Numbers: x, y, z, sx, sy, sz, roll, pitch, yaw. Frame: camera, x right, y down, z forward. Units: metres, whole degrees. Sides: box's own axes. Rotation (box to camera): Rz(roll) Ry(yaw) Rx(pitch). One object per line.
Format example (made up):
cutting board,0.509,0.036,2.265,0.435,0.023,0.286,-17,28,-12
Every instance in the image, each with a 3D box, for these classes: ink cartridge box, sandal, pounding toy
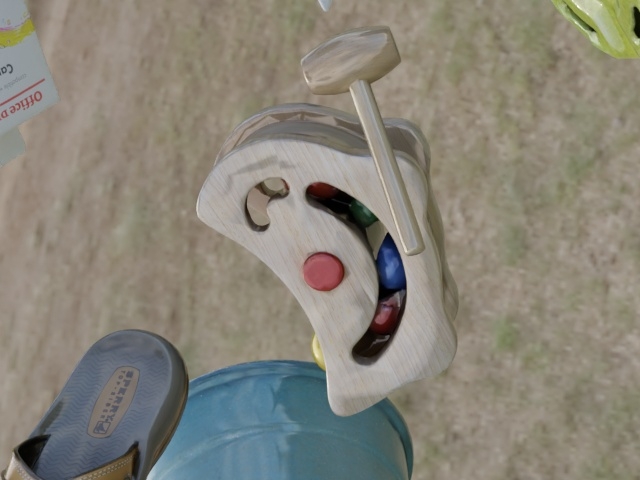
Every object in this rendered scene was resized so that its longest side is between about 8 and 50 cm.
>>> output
ink cartridge box,-0.272,-0.136,1.048,0.067,0.115,0.198,1,119,36
sandal,-0.121,0.122,0.701,0.060,0.090,0.219,85,-161,-47
pounding toy,0.000,0.000,0.921,0.155,0.154,0.269,-75,-26,-65

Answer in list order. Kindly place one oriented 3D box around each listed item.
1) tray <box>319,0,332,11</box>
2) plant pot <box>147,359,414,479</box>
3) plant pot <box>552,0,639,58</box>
tray,0.008,-0.387,1.496,0.030,0.145,0.270,-8,48,19
plant pot,-0.041,0.363,1.457,0.341,0.341,0.334,-60,24,30
plant pot,0.298,-0.280,1.086,0.254,0.276,0.276,-38,33,-6
